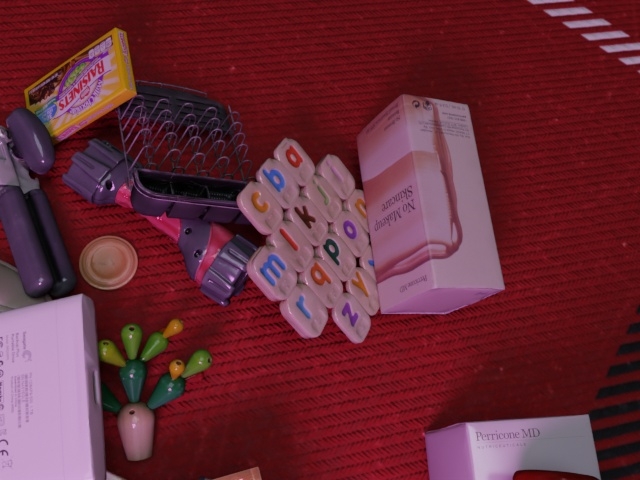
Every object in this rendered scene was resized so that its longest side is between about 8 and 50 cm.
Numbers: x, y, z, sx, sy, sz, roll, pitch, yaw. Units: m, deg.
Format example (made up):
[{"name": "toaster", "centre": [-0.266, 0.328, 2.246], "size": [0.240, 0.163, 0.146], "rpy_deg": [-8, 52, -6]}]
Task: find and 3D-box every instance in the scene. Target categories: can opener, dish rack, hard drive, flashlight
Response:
[{"name": "can opener", "centre": [-0.404, -0.060, 1.002], "size": [0.076, 0.095, 0.283], "rpy_deg": [5, 53, -57]}, {"name": "dish rack", "centre": [-0.191, -0.141, 1.038], "size": [0.208, 0.074, 0.271], "rpy_deg": [5, 51, -32]}, {"name": "hard drive", "centre": [-0.444, 0.216, 0.875], "size": [0.353, 0.047, 0.233], "rpy_deg": [-13, 69, 4]}, {"name": "flashlight", "centre": [-0.232, -0.027, 1.036], "size": [0.304, 0.103, 0.103], "rpy_deg": [33, 94, 4]}]

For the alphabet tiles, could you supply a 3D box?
[{"name": "alphabet tiles", "centre": [0.000, 0.000, 1.025], "size": [0.278, 0.021, 0.284], "rpy_deg": [51, 43, -19]}]

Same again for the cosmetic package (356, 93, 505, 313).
[{"name": "cosmetic package", "centre": [0.156, -0.049, 1.069], "size": [0.129, 0.153, 0.296], "rpy_deg": [3, 68, -28]}]

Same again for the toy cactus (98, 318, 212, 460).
[{"name": "toy cactus", "centre": [-0.256, 0.201, 0.964], "size": [0.219, 0.112, 0.180], "rpy_deg": [-5, 91, -14]}]

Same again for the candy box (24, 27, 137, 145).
[{"name": "candy box", "centre": [-0.356, -0.219, 1.049], "size": [0.206, 0.027, 0.105], "rpy_deg": [-23, 74, 27]}]

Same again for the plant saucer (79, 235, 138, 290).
[{"name": "plant saucer", "centre": [-0.310, 0.032, 1.045], "size": [0.084, 0.013, 0.083], "rpy_deg": [3, 70, -8]}]

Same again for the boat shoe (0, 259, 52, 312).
[{"name": "boat shoe", "centre": [-0.527, 0.061, 0.951], "size": [0.324, 0.116, 0.096], "rpy_deg": [23, 109, -15]}]

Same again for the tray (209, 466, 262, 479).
[{"name": "tray", "centre": [-0.243, 0.416, 0.796], "size": [0.411, 0.076, 0.202], "rpy_deg": [-14, 65, -8]}]

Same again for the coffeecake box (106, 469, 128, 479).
[{"name": "coffeecake box", "centre": [-0.337, 0.342, 0.902], "size": [0.186, 0.068, 0.142], "rpy_deg": [26, 69, -1]}]

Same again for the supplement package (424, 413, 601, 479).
[{"name": "supplement package", "centre": [0.259, 0.387, 0.935], "size": [0.178, 0.175, 0.292], "rpy_deg": [-1, 71, -11]}]

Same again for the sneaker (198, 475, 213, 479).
[{"name": "sneaker", "centre": [-0.108, 0.460, 0.879], "size": [0.131, 0.112, 0.319], "rpy_deg": [5, 71, -5]}]

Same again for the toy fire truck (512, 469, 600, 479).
[{"name": "toy fire truck", "centre": [0.345, 0.337, 0.738], "size": [0.302, 0.254, 0.169], "rpy_deg": [12, 69, -9]}]
